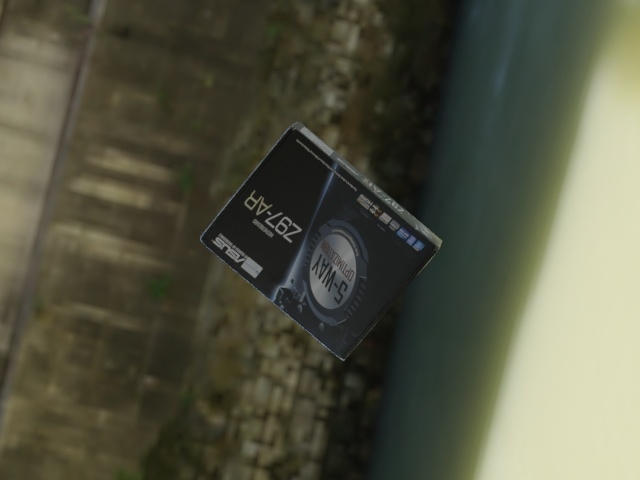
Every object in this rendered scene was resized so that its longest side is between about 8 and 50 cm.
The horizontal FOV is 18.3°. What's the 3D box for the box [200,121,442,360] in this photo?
[{"bbox_3d":[0.000,0.000,0.860,0.067,0.083,0.018,-49,0,14],"label":"box"}]
